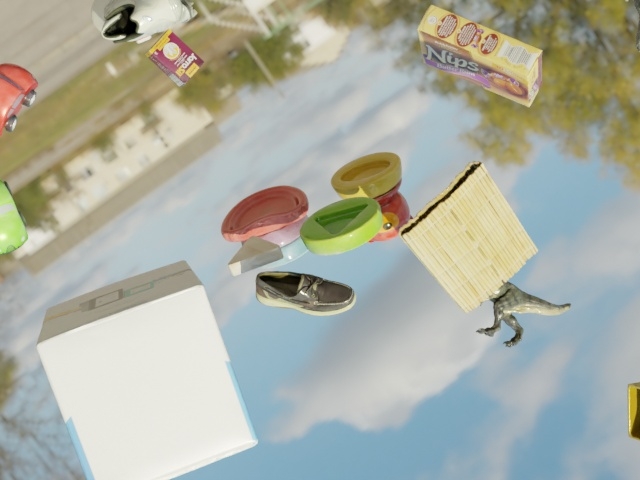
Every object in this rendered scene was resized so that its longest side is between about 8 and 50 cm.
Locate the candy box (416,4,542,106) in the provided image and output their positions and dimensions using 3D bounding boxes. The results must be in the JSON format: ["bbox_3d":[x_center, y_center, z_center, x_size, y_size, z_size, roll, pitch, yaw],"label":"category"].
[{"bbox_3d":[0.241,-0.279,1.891,0.053,0.186,0.109,-61,163,-13],"label":"candy box"}]

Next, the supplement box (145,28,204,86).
[{"bbox_3d":[-0.248,-0.309,2.126,0.055,0.083,0.043,-51,-167,-12],"label":"supplement box"}]

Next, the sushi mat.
[{"bbox_3d":[0.220,0.003,1.818,0.151,0.019,0.316,-42,147,1],"label":"sushi mat"}]

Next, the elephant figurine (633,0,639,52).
[{"bbox_3d":[0.496,-0.440,1.896,0.186,0.239,0.169,-30,-140,-16],"label":"elephant figurine"}]

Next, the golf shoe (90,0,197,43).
[{"bbox_3d":[-0.218,-0.249,1.373,0.086,0.069,0.176,-39,-158,-32],"label":"golf shoe"}]

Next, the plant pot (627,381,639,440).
[{"bbox_3d":[0.493,0.239,1.771,0.083,0.081,0.081,-12,-165,-33],"label":"plant pot"}]

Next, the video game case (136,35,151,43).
[{"bbox_3d":[-0.317,-0.445,1.782,0.025,0.285,0.204,-23,-142,-1],"label":"video game case"}]

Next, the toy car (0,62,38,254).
[{"bbox_3d":[-0.409,-0.089,1.466,0.239,0.225,0.053,-26,166,-19],"label":"toy car"}]

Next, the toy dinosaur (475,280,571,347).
[{"bbox_3d":[0.336,0.125,2.257,0.064,0.268,0.118,-11,-120,66],"label":"toy dinosaur"}]

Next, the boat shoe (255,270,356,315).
[{"bbox_3d":[-0.024,0.075,1.841,0.152,0.049,0.056,2,-126,10],"label":"boat shoe"}]

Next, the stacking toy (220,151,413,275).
[{"bbox_3d":[0.000,0.000,2.020,0.309,0.130,0.279,-16,-154,13],"label":"stacking toy"}]

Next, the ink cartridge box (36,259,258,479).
[{"bbox_3d":[-0.211,0.157,1.504,0.197,0.198,0.270,-20,-172,-8],"label":"ink cartridge box"}]
